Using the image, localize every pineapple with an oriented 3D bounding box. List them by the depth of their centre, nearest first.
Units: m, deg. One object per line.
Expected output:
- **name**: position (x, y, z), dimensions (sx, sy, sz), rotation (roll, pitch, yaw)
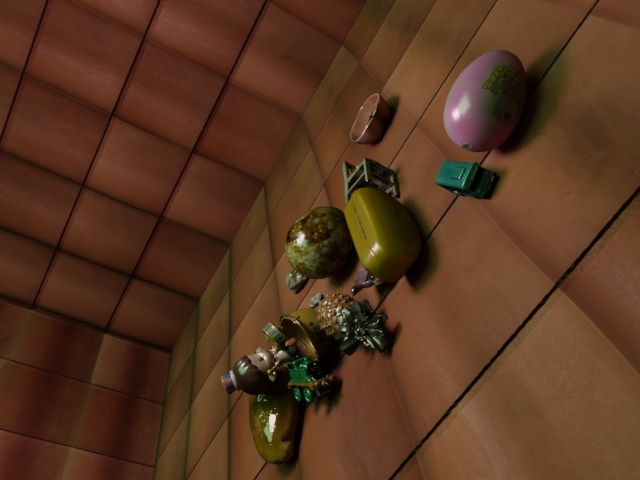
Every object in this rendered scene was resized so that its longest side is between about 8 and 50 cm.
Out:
- **pineapple**: position (0.099, 0.252, 1.679), dimensions (0.170, 0.141, 0.310), rotation (-62, 27, -8)

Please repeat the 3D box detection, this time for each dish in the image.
- **dish**: position (0.207, -0.464, 2.232), dimensions (0.213, 0.090, 0.213), rotation (-54, 21, 33)

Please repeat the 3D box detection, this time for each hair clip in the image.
- **hair clip**: position (0.164, 0.088, 1.746), dimensions (0.146, 0.056, 0.187), rotation (-28, 28, 23)

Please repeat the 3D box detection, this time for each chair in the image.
- **chair**: position (0.173, -0.219, 1.985), dimensions (0.147, 0.136, 0.270), rotation (-50, 25, 35)

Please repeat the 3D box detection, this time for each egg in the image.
- **egg**: position (0.420, -0.357, 1.442), dimensions (0.196, 0.196, 0.271), rotation (-17, 58, 64)
- **egg**: position (0.000, 0.000, 2.031), dimensions (0.238, 0.238, 0.289), rotation (-29, 32, 58)

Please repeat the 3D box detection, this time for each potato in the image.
- **potato**: position (-0.155, 0.581, 1.925), dimensions (0.176, 0.195, 0.369), rotation (71, -173, -45)

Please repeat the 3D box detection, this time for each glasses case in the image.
- **glasses case**: position (0.192, -0.031, 1.679), dimensions (0.141, 0.173, 0.371), rotation (-57, 25, 26)

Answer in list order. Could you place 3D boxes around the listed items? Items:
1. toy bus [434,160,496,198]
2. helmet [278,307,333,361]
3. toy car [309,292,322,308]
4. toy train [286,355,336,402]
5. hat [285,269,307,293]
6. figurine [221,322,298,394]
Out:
- **toy bus**: position (0.377, -0.162, 1.484), dimensions (0.079, 0.091, 0.160), rotation (-66, 21, 3)
- **helmet**: position (-0.025, 0.299, 1.883), dimensions (0.140, 0.205, 0.257), rotation (-32, -4, -25)
- **toy car**: position (-0.021, 0.228, 2.134), dimensions (0.093, 0.025, 0.041), rotation (-38, 33, 51)
- **toy train**: position (-0.036, 0.429, 1.784), dimensions (0.227, 0.091, 0.136), rotation (-27, 80, 60)
- **hat**: position (-0.103, 0.152, 2.359), dimensions (0.166, 0.081, 0.122), rotation (143, 148, -70)
- **figurine**: position (-0.201, 0.407, 1.867), dimensions (0.275, 0.158, 0.161), rotation (-47, 27, -17)
